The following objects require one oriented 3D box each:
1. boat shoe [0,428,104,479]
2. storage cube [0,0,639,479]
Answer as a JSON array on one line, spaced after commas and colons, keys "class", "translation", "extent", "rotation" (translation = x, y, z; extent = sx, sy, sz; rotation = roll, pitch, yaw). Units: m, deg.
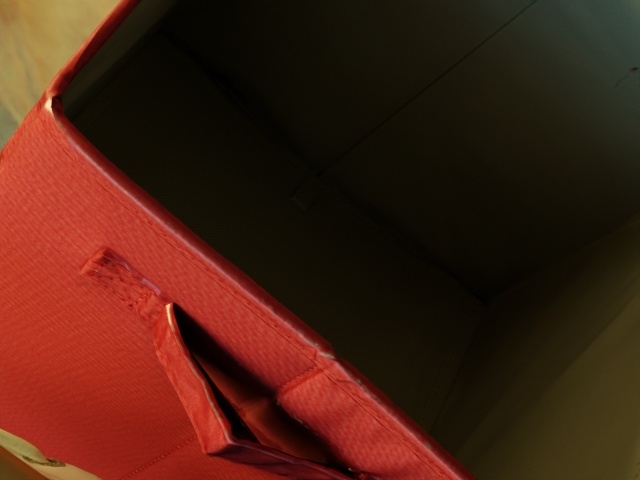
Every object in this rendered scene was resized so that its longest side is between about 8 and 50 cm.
[{"class": "boat shoe", "translation": [-0.053, 0.118, 0.392], "extent": [0.277, 0.098, 0.096], "rotation": [43, 174, -12]}, {"class": "storage cube", "translation": [0.000, 0.000, 0.454], "extent": [0.183, 0.215, 0.193], "rotation": [42, 145, -9]}]
